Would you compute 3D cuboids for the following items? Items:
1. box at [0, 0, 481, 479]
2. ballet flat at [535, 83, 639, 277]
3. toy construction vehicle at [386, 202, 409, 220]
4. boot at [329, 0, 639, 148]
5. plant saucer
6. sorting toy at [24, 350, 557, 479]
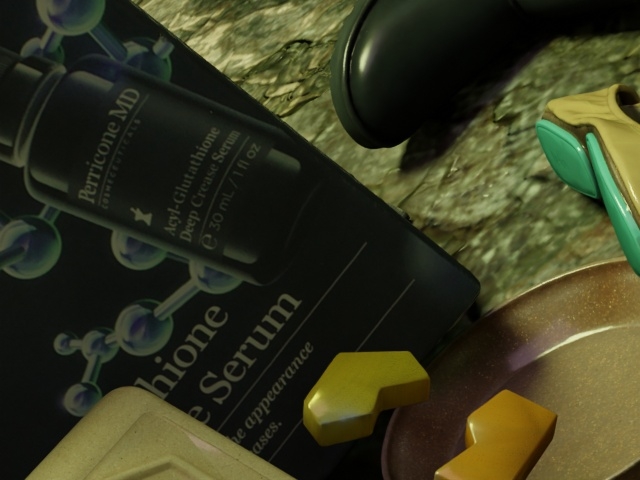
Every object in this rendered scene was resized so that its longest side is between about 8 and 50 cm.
[{"bbox_3d":[-0.168,0.003,0.868,0.293,0.395,0.212,-52,26,3],"label":"box"},{"bbox_3d":[0.174,-0.045,0.863,0.073,0.080,0.232,-23,20,2],"label":"ballet flat"},{"bbox_3d":[0.000,0.000,1.070,0.098,0.035,0.086,14,62,53],"label":"toy construction vehicle"},{"bbox_3d":[0.137,-0.168,1.059,0.207,0.094,0.246,-2,44,51],"label":"boot"},{"bbox_3d":[0.125,0.083,0.810,0.198,0.036,0.198,-29,23,14],"label":"plant saucer"},{"bbox_3d":[-0.035,0.142,0.675,0.229,0.041,0.307,25,51,21],"label":"sorting toy"}]
